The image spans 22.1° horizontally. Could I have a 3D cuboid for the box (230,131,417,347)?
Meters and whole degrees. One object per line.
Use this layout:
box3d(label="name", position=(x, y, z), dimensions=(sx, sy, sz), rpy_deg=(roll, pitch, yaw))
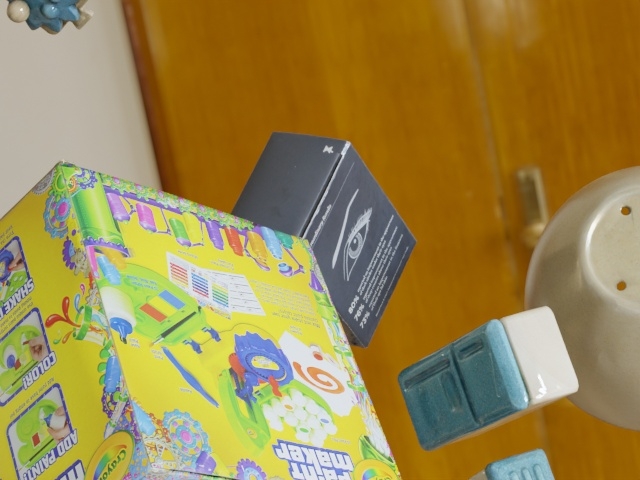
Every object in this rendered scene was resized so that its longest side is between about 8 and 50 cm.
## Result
box3d(label="box", position=(0.000, 0.000, 1.818), dimensions=(0.108, 0.207, 0.153), rpy_deg=(10, 61, 34))

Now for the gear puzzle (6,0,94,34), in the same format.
box3d(label="gear puzzle", position=(-0.213, -0.306, 1.423), dimensions=(0.339, 0.175, 0.044), rpy_deg=(-38, 21, 40))

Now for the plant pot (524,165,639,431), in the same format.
box3d(label="plant pot", position=(0.340, 0.036, 1.676), dimensions=(0.284, 0.284, 0.191), rpy_deg=(-10, -22, 11))

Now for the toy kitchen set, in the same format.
box3d(label="toy kitchen set", position=(0.069, 0.165, 0.918), dimensions=(0.166, 0.207, 0.122), rpy_deg=(-13, -14, -29))

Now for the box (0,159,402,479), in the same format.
box3d(label="box", position=(-0.118, 0.125, 1.315), dimensions=(0.177, 0.279, 0.290), rpy_deg=(-40, -37, 27))
